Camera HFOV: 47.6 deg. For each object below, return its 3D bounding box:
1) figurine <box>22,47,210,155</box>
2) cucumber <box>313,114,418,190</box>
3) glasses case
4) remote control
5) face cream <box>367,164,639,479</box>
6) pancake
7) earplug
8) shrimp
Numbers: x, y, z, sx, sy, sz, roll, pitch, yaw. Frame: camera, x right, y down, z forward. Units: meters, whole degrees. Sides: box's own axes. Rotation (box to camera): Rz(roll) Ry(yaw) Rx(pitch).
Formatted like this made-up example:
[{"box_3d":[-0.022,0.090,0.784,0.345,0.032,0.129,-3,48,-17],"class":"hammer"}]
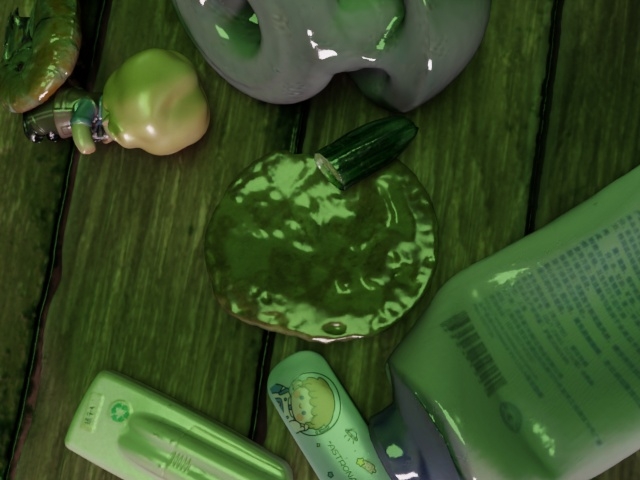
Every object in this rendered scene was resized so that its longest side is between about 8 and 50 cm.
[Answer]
[{"box_3d":[-0.212,-0.131,0.753,0.196,0.114,0.108,-12,90,14],"class":"figurine"},{"box_3d":[0.048,-0.093,0.715,0.105,0.048,0.048,-31,80,-4],"class":"cucumber"},{"box_3d":[0.014,0.190,0.709,0.067,0.045,0.178,-34,79,0],"class":"glasses case"},{"box_3d":[-0.142,0.213,0.722,0.230,0.049,0.090,23,83,11],"class":"remote control"},{"box_3d":[0.235,0.095,0.672,0.420,0.137,0.235,-29,79,-6],"class":"face cream"},{"box_3d":[0.000,0.000,0.736,0.236,0.042,0.222,-20,72,-1],"class":"pancake"},{"box_3d":[0.001,-0.231,0.705,0.325,0.214,0.175,10,56,5],"class":"earplug"},{"box_3d":[-0.307,-0.230,0.787,0.126,0.047,0.223,-23,56,26],"class":"shrimp"}]
